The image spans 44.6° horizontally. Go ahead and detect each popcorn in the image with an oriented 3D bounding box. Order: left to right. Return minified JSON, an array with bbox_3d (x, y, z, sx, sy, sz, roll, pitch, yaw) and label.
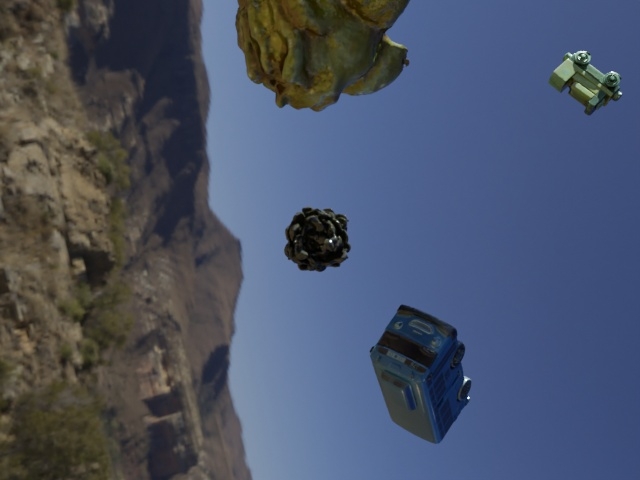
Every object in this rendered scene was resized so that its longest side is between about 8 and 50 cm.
[{"bbox_3d":[0.002,-0.384,1.326,0.326,0.290,0.321,5,-62,46],"label":"popcorn"}]

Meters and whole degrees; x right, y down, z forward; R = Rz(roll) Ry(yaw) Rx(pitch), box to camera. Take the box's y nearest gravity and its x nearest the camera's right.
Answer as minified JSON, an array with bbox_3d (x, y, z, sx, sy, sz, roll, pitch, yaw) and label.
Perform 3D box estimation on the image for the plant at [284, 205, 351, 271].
[{"bbox_3d":[0.000,0.000,1.106,0.143,0.094,0.092,10,90,-82],"label":"plant"}]

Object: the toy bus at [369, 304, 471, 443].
[{"bbox_3d":[0.131,0.177,1.014,0.090,0.106,0.184,24,-29,33],"label":"toy bus"}]

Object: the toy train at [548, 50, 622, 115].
[{"bbox_3d":[0.459,-0.274,1.349,0.122,0.081,0.050,45,-16,18],"label":"toy train"}]
